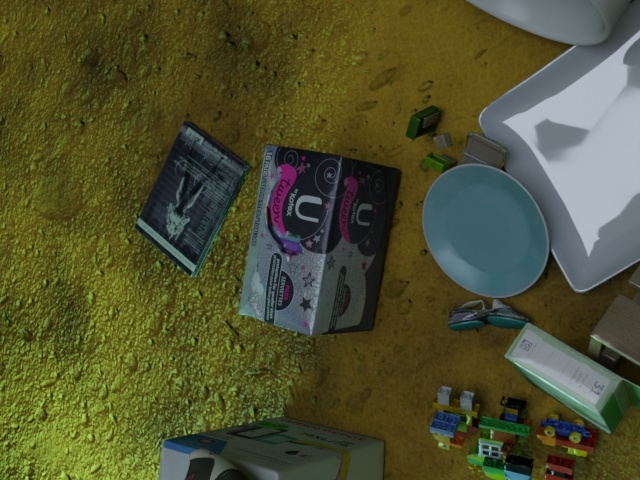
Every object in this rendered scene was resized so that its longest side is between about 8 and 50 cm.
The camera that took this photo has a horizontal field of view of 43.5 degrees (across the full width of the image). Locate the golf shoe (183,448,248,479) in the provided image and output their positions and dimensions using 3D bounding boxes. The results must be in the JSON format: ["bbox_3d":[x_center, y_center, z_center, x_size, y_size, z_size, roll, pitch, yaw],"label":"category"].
[{"bbox_3d":[-0.160,0.386,0.969,0.120,0.105,0.273,36,100,46],"label":"golf shoe"}]

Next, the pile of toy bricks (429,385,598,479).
[{"bbox_3d":[0.237,0.275,1.031,0.212,0.118,0.105,9,125,25],"label":"pile of toy bricks"}]

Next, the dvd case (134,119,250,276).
[{"bbox_3d":[-0.225,-0.073,1.391,0.164,0.018,0.221,36,107,28],"label":"dvd case"}]

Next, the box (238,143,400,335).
[{"bbox_3d":[0.000,0.000,1.151,0.142,0.163,0.247,12,95,35],"label":"box"}]

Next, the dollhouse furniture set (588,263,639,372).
[{"bbox_3d":[0.381,0.110,0.874,0.123,0.151,0.144,33,72,27],"label":"dollhouse furniture set"}]

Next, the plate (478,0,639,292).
[{"bbox_3d":[0.370,-0.118,0.984,0.277,0.045,0.278,-36,70,28],"label":"plate"}]

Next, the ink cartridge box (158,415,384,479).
[{"bbox_3d":[-0.065,0.373,1.114,0.198,0.270,0.197,5,89,33],"label":"ink cartridge box"}]

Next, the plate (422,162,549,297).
[{"bbox_3d":[0.219,-0.014,1.062,0.188,0.024,0.188,21,124,34],"label":"plate"}]

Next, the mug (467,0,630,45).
[{"bbox_3d":[0.318,-0.417,0.885,0.374,0.276,0.328,34,97,43],"label":"mug"}]

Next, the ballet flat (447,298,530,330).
[{"bbox_3d":[0.225,0.098,1.076,0.114,0.041,0.041,-7,84,32],"label":"ballet flat"}]

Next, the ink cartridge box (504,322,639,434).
[{"bbox_3d":[0.337,0.189,0.915,0.235,0.171,0.056,33,86,30],"label":"ink cartridge box"}]

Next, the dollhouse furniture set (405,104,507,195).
[{"bbox_3d":[0.193,-0.127,1.091,0.151,0.058,0.076,32,128,26],"label":"dollhouse furniture set"}]
